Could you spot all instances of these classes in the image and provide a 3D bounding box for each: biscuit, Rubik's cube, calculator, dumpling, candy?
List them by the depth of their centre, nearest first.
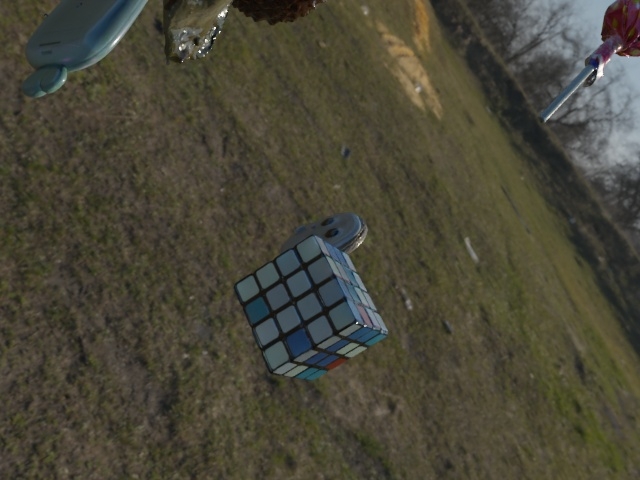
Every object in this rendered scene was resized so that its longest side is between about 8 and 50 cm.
[{"bbox_3d":[-0.103,-0.357,0.745,0.166,0.332,0.086,-28,53,-36],"label":"dumpling"},{"bbox_3d":[-0.341,-0.327,0.975,0.041,0.185,0.299,54,53,-45],"label":"calculator"},{"bbox_3d":[-0.013,0.106,1.006,0.155,0.154,0.151,63,13,25],"label":"Rubik's cube"},{"bbox_3d":[0.527,-0.340,1.253,0.124,0.365,0.124,40,-18,16],"label":"candy"},{"bbox_3d":[0.000,0.000,1.425,0.049,0.208,0.181,61,-9,-27],"label":"biscuit"}]

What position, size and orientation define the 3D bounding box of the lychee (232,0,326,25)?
[{"bbox_3d":[-0.075,-0.498,1.137,0.267,0.267,0.268,48,22,-27],"label":"lychee"}]
